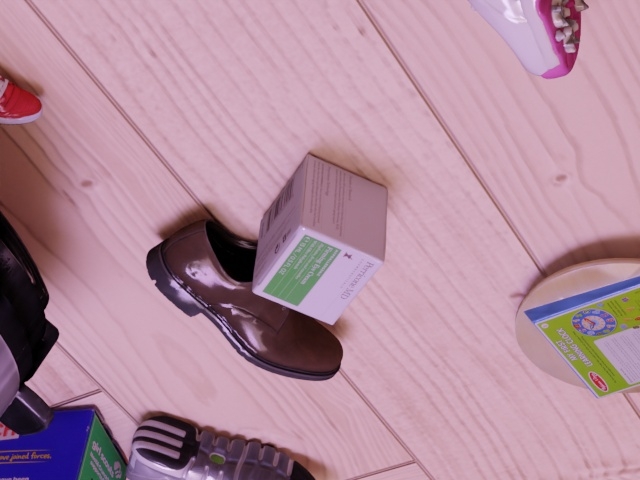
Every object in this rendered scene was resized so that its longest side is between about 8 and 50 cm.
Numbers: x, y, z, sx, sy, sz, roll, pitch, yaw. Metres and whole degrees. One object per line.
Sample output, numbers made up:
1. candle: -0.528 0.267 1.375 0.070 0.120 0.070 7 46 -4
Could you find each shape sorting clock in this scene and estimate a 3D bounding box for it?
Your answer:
1. shape sorting clock: 0.291 0.084 1.468 0.206 0.040 0.206 2 138 2

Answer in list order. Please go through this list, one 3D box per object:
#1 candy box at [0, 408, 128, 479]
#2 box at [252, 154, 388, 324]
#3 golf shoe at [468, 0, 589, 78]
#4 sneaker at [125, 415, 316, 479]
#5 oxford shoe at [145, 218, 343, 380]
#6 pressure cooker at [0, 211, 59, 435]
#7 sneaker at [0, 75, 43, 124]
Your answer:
1. candy box: -0.372 0.339 1.605 0.268 0.317 0.122 -5 135 13
2. box: 0.000 0.000 1.379 0.087 0.102 0.101 23 131 -17
3. golf shoe: 0.103 -0.247 1.135 0.140 0.115 0.306 -9 127 30
4. sneaker: -0.112 0.280 1.691 0.228 0.086 0.132 25 137 -4
5. oxford shoe: -0.052 0.060 1.460 0.227 0.083 0.096 36 124 -27
6. pressure cooker: -0.451 0.080 1.306 0.375 0.420 0.370 19 148 25
7. sneaker: -0.295 -0.144 1.316 0.118 0.042 0.067 17 137 -7
